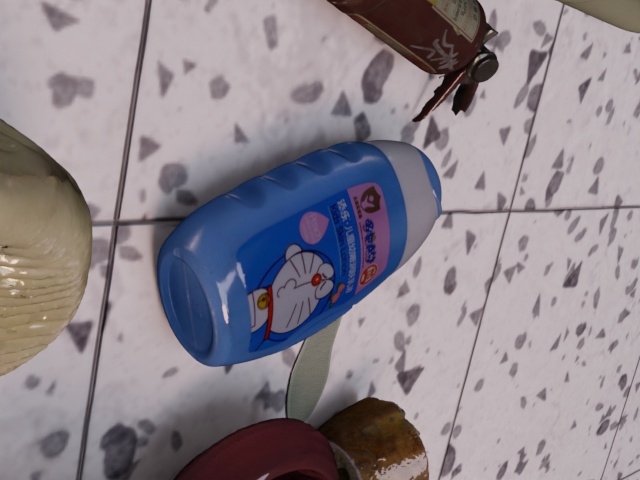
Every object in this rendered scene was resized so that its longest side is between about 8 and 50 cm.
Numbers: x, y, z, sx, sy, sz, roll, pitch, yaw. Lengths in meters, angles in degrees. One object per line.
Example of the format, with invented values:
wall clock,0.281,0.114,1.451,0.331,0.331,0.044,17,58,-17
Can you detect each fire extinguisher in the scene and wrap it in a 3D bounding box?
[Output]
fire extinguisher,0.072,-0.175,0.700,0.252,0.106,0.075,21,51,-50

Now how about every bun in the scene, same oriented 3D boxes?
bun,-0.221,0.004,0.405,0.231,0.133,0.231,-30,161,-12

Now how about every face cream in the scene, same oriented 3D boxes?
face cream,0.000,0.000,0.683,0.264,0.083,0.149,-28,130,-36

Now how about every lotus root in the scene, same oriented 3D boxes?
lotus root,0.046,0.216,0.812,0.081,0.112,0.122,-18,122,-33

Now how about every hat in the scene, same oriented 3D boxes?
hat,-0.073,0.229,0.714,0.205,0.089,0.205,-23,129,-33

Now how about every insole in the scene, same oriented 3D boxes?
insole,-0.001,0.101,0.791,0.053,0.002,0.152,12,99,-48

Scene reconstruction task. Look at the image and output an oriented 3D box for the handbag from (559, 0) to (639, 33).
handbag,0.146,-0.248,0.614,0.315,0.241,0.109,8,128,-42
